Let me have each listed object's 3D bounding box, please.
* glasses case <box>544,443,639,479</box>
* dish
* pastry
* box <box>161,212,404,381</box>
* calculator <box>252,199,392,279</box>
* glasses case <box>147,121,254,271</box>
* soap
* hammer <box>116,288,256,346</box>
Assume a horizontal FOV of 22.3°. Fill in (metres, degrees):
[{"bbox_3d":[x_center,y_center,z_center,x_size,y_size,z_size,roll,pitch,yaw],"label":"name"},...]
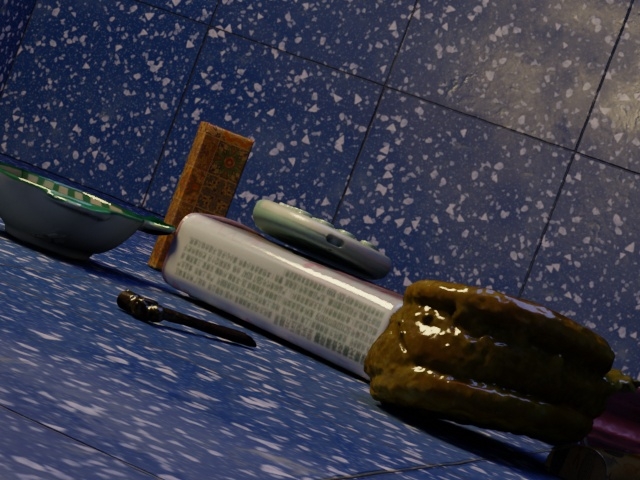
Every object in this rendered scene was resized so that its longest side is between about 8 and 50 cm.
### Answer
[{"bbox_3d":[0.288,0.228,1.622,0.065,0.041,0.170,20,1,32],"label":"glasses case"},{"bbox_3d":[-0.304,-0.023,1.948,0.246,0.078,0.224,19,2,-25],"label":"dish"},{"bbox_3d":[0.167,0.133,1.604,0.240,0.132,0.235,15,-13,31],"label":"pastry"},{"bbox_3d":[0.002,0.077,1.933,0.370,0.112,0.190,21,2,38],"label":"box"},{"bbox_3d":[0.000,0.000,2.031,0.184,0.042,0.295,26,-2,-6],"label":"calculator"},{"bbox_3d":[-0.171,-0.054,2.288,0.075,0.218,0.049,21,0,-23],"label":"glasses case"},{"bbox_3d":[0.354,0.220,1.962,0.250,0.099,0.162,21,-6,-6],"label":"soap"},{"bbox_3d":[-0.125,0.082,1.621,0.065,0.021,0.178,20,0,40],"label":"hammer"}]
